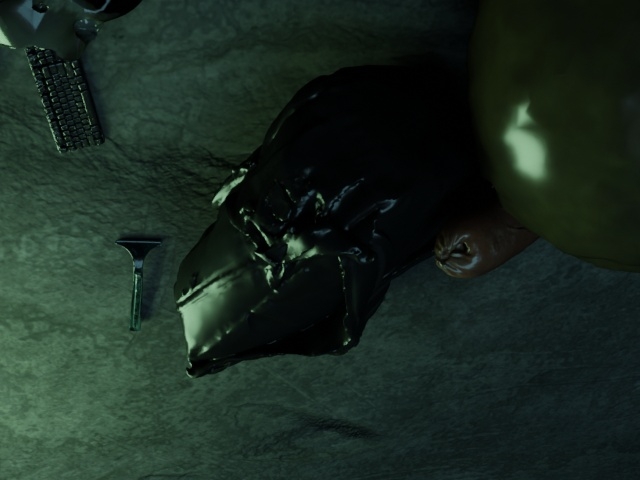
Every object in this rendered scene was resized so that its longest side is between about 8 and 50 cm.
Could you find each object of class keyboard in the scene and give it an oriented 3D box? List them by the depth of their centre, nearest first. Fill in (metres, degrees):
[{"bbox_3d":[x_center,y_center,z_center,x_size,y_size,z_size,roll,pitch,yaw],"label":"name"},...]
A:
[{"bbox_3d":[-0.304,-0.184,0.983,0.060,0.018,0.195,-10,137,-6],"label":"keyboard"}]

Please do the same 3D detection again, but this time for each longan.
[{"bbox_3d":[0.333,-0.186,0.789,0.404,0.404,0.436,15,86,-25],"label":"longan"}]

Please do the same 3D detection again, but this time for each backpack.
[{"bbox_3d":[0.000,0.000,1.027,0.445,0.255,0.363,-42,167,34],"label":"backpack"}]

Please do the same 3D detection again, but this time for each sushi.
[{"bbox_3d":[-0.217,-0.282,0.819,0.332,0.130,0.124,-33,138,16],"label":"sushi"}]

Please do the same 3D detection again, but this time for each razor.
[{"bbox_3d":[-0.274,0.074,1.240,0.066,0.033,0.190,2,135,-13],"label":"razor"}]

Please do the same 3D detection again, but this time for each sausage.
[{"bbox_3d":[0.258,-0.053,1.014,0.433,0.088,0.088,-32,158,-48],"label":"sausage"}]

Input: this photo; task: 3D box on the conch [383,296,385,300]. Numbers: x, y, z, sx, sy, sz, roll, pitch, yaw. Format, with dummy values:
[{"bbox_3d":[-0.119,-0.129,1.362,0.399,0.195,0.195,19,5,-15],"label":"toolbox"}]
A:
[{"bbox_3d":[0.030,0.078,1.260,0.135,0.102,0.153,4,170,-40],"label":"conch"}]
